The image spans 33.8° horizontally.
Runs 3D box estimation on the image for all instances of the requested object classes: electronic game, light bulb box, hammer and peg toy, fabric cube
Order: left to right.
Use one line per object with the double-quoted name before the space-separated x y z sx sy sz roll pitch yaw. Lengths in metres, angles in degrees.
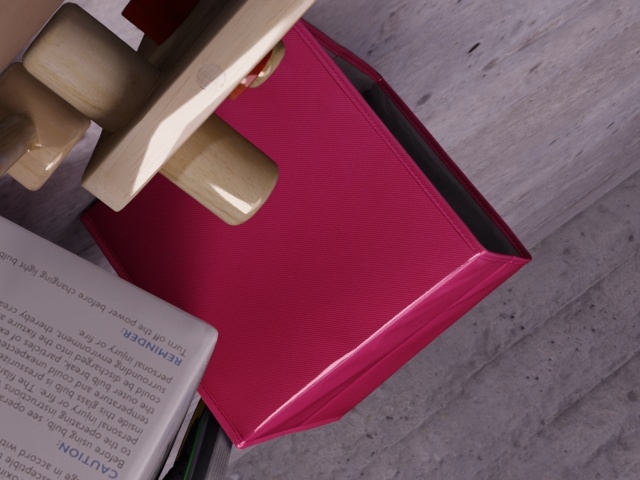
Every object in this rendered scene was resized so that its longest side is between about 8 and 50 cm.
"light bulb box" -0.278 0.229 0.794 0.361 0.225 0.358 -63 180 -33
"electronic game" -0.126 0.235 0.916 0.229 0.048 0.229 -159 -90 -83
"hammer and peg toy" -0.049 -0.117 0.533 0.361 0.127 0.266 -44 -159 19
"fabric cube" 0.000 0.000 0.954 0.258 0.254 0.259 -42 165 13

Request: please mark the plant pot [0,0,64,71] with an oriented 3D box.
"plant pot" -0.190 -0.102 0.316 0.263 0.263 0.229 -50 180 37
